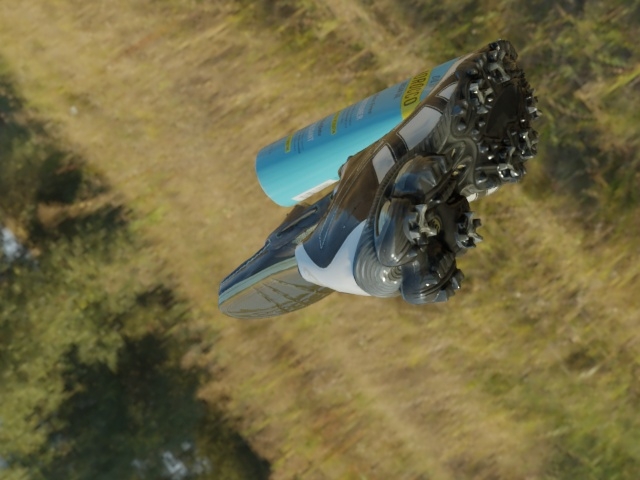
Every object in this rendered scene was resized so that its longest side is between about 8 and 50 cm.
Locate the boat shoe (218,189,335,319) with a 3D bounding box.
[{"bbox_3d":[0.000,-0.001,0.932,0.080,0.223,0.073,26,-139,-51],"label":"boat shoe"}]

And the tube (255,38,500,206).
[{"bbox_3d":[0.043,-0.087,0.790,0.052,0.207,0.080,49,-145,-25],"label":"tube"}]

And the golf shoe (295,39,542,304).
[{"bbox_3d":[0.053,-0.044,0.563,0.093,0.198,0.077,-7,120,39],"label":"golf shoe"}]
